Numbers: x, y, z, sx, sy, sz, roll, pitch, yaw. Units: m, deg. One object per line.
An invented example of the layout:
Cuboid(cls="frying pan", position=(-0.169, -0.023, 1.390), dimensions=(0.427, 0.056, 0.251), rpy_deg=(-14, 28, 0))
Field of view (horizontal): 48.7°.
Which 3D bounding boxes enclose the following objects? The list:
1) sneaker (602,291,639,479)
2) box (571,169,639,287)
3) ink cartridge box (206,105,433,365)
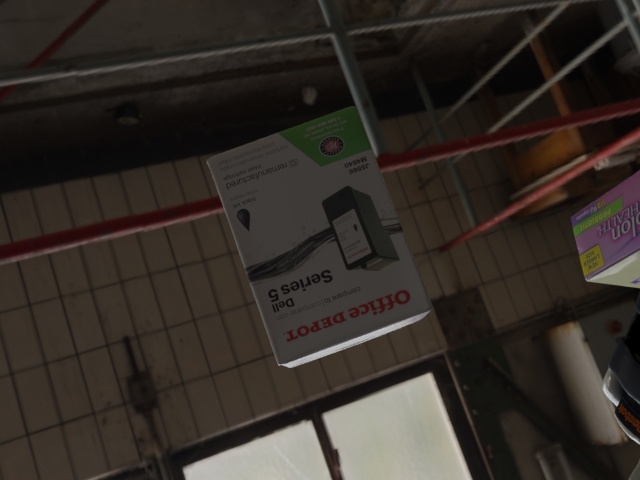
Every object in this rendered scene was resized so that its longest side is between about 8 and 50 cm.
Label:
Cuboid(cls="sneaker", position=(0.325, 0.109, 0.618), dimensions=(0.128, 0.320, 0.126), rpy_deg=(-11, -164, 2))
Cuboid(cls="box", position=(0.557, -0.018, 1.076), dimensions=(0.243, 0.117, 0.213), rpy_deg=(7, 152, -21))
Cuboid(cls="ink cartridge box", position=(0.000, 0.000, 0.891), dimensions=(0.199, 0.272, 0.115), rpy_deg=(-20, 170, -1))
